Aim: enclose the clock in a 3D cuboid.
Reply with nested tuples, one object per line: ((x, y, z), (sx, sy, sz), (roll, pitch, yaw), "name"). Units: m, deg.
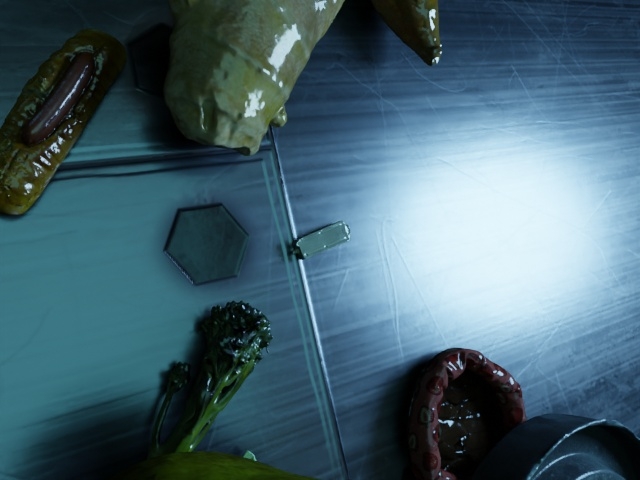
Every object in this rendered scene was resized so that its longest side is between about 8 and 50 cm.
((0.306, 0.411, 0.691), (0.386, 0.076, 0.385), (0, 90, -31), "clock")

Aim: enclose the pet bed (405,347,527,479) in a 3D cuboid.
((0.189, 0.239, 0.703), (0.201, 0.053, 0.201), (2, 86, -29), "pet bed")

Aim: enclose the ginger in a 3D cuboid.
((-0.059, -0.252, 0.616), (0.190, 0.126, 0.354), (47, 60, -28), "ginger")

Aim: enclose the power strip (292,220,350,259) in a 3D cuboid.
((0.000, 0.000, 0.665), (0.083, 0.017, 0.027), (-22, 91, -29), "power strip")

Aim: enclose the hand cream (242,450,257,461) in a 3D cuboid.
((-0.042, 0.312, 0.575), (0.175, 0.046, 0.095), (44, 71, -12), "hand cream")

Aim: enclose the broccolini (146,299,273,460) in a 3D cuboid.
((-0.180, 0.215, 0.518), (0.392, 0.074, 0.078), (-50, 146, -24), "broccolini")

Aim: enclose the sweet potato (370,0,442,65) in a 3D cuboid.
((0.102, -0.395, 0.726), (0.131, 0.131, 0.336), (-27, 95, -28), "sweet potato")

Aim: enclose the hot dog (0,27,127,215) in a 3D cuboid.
((-0.261, -0.124, 0.535), (0.066, 0.047, 0.215), (32, 68, -16), "hot dog")

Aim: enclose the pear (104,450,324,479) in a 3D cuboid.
((-0.054, 0.322, 0.369), (0.352, 0.352, 0.413), (-42, 140, -27), "pear")
